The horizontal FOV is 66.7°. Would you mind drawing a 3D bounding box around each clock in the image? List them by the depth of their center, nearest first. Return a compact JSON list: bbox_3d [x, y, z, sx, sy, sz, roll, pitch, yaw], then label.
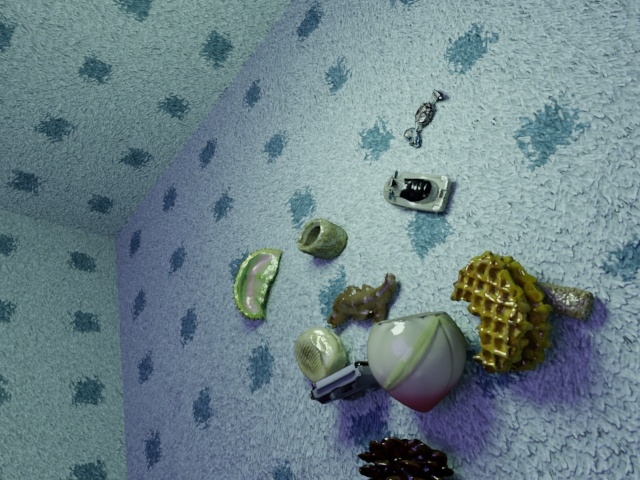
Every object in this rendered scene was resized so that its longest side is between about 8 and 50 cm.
[{"bbox_3d":[0.104,0.491,1.664,0.253,0.186,0.083,-37,57,33],"label":"clock"}]

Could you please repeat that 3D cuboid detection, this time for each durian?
[{"bbox_3d":[-0.295,0.193,2.231,0.169,0.158,0.352,7,77,36],"label":"durian"}]

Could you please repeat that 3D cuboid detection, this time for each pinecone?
[{"bbox_3d":[0.227,0.723,1.399,0.298,0.242,0.296,-14,63,37],"label":"pinecone"}]

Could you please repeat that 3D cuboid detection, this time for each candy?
[{"bbox_3d":[0.390,-0.458,1.822,0.094,0.051,0.226,33,102,37],"label":"candy"}]

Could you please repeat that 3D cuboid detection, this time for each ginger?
[{"bbox_3d":[0.153,0.237,1.792,0.333,0.080,0.166,-21,75,33],"label":"ginger"}]

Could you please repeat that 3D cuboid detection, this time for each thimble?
[{"bbox_3d":[0.000,0.000,1.989,0.190,0.143,0.137,-36,52,33],"label":"thimble"}]

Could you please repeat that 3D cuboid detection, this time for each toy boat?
[{"bbox_3d":[0.323,-0.179,1.727,0.269,0.141,0.141,14,86,34],"label":"toy boat"}]

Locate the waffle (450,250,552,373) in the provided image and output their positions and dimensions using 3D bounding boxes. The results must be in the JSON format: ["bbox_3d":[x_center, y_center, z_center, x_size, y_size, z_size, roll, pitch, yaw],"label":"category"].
[{"bbox_3d":[0.491,0.197,1.342,0.261,0.151,0.324,109,149,-54],"label":"waffle"}]

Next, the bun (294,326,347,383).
[{"bbox_3d":[0.009,0.428,1.829,0.229,0.145,0.229,29,128,44],"label":"bun"}]

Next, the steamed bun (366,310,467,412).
[{"bbox_3d":[0.291,0.367,1.450,0.309,0.309,0.309,-19,62,41],"label":"steamed bun"}]

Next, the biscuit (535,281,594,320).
[{"bbox_3d":[0.639,0.157,1.306,0.168,0.070,0.082,16,96,47],"label":"biscuit"}]
